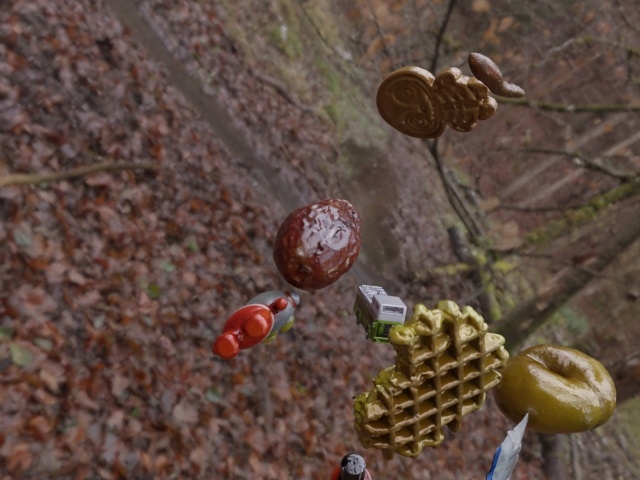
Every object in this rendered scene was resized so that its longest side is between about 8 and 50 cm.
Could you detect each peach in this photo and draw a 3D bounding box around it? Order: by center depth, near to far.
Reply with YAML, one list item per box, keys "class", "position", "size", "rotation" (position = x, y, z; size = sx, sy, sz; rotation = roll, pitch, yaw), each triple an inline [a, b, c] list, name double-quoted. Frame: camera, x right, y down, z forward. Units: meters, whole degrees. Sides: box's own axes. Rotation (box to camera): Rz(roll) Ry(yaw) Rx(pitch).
- class: "peach"
  position: [0.493, 0.315, 1.737]
  size: [0.251, 0.251, 0.153]
  rotation: [-71, 155, -75]

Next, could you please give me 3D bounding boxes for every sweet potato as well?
- class: "sweet potato"
  position: [0.378, -0.339, 1.755]
  size: [0.214, 0.050, 0.050]
  rotation: [23, 33, -45]

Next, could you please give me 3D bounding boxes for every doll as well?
- class: "doll"
  position: [-0.133, 0.180, 1.809]
  size: [0.105, 0.200, 0.336]
  rotation: [54, 11, 1]

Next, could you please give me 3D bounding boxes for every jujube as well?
- class: "jujube"
  position: [0.000, 0.000, 1.905]
  size: [0.197, 0.197, 0.290]
  rotation: [55, 32, -11]

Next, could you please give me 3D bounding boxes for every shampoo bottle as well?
- class: "shampoo bottle"
  position: [0.072, 0.619, 2.036]
  size: [0.278, 0.104, 0.104]
  rotation: [93, -18, -45]

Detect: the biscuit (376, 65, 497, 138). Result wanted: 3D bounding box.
- class: "biscuit"
  position: [0.264, -0.318, 1.924]
  size: [0.044, 0.289, 0.202]
  rotation: [-61, 143, -35]

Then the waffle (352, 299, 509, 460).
- class: "waffle"
  position: [0.142, 0.202, 1.147]
  size: [0.249, 0.253, 0.056]
  rotation: [41, 8, -41]

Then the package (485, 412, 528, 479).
- class: "package"
  position: [0.349, 0.433, 1.587]
  size: [0.027, 0.171, 0.173]
  rotation: [27, 28, 28]

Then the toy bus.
- class: "toy bus"
  position: [0.185, 0.228, 2.649]
  size: [0.113, 0.139, 0.301]
  rotation: [8, 13, -13]
